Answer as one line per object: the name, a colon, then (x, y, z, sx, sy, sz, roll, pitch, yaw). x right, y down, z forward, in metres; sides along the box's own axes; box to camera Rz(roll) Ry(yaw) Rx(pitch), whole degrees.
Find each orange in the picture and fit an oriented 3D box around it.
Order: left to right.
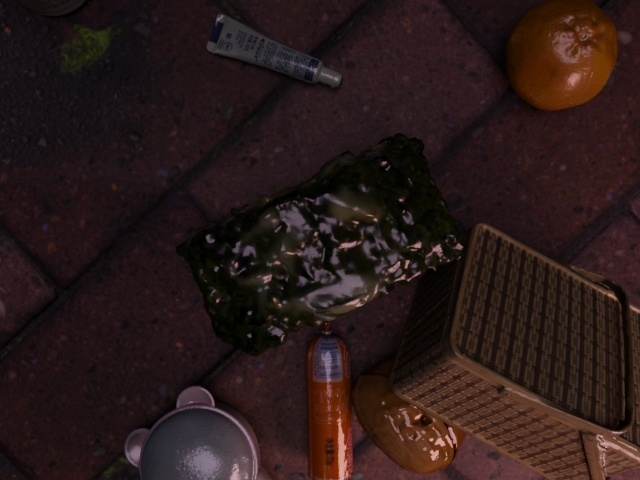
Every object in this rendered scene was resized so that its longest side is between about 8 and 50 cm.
orange: (0.349, -0.271, 0.728, 0.158, 0.136, 0.159, 0, 89, 0)

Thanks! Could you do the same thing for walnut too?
walnut: (0.136, 0.255, 0.743, 0.144, 0.144, 0.180, -38, 84, 0)

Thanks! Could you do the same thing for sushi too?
sushi: (0.000, 0.000, 0.654, 0.351, 0.294, 0.178, -25, 96, -2)

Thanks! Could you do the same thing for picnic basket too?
picnic basket: (0.285, 0.150, 0.675, 0.312, 0.175, 0.228, 29, 51, -2)

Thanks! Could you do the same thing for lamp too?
lamp: (-0.167, 0.352, 0.753, 0.179, 0.108, 0.246, -39, 92, 5)

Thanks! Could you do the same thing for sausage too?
sausage: (0.013, 0.242, 0.771, 0.071, 0.071, 0.235, -1, 92, -1)

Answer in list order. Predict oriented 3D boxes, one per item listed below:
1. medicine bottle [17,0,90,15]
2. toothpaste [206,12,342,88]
medicine bottle: (-0.408, -0.407, 0.648, 0.143, 0.258, 0.144, 0, 91, -1)
toothpaste: (-0.068, -0.282, 0.770, 0.216, 0.037, 0.062, 22, 92, 2)
